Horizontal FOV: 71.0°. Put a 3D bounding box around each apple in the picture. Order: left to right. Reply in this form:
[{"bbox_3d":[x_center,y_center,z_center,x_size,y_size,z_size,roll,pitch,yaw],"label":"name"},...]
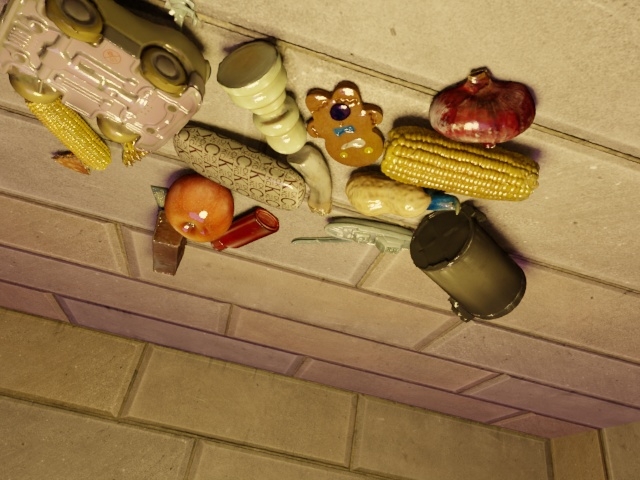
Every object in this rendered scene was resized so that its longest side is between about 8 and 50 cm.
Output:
[{"bbox_3d":[-0.344,-0.088,1.274,0.201,0.162,0.201,9,149,5],"label":"apple"}]

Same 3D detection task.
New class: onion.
[{"bbox_3d":[0.319,-0.248,0.889,0.206,0.098,0.151,0,147,18],"label":"onion"}]

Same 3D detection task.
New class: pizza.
[{"bbox_3d":[-0.710,-0.225,1.307,0.100,0.029,0.099,-1,153,23],"label":"pizza"}]

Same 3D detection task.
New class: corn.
[{"bbox_3d":[-0.633,-0.279,1.147,0.081,0.081,0.248,-3,144,21],"label":"corn"},{"bbox_3d":[0.305,-0.163,0.990,0.345,0.131,0.131,13,147,-4],"label":"corn"}]

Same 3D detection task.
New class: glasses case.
[{"bbox_3d":[-0.202,-0.178,1.123,0.355,0.085,0.137,25,155,3],"label":"glasses case"}]

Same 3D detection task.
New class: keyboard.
[{"bbox_3d":[-0.490,-0.111,1.421,0.055,0.014,0.176,13,147,3],"label":"keyboard"}]

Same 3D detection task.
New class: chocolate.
[{"bbox_3d":[-0.514,0.018,1.515,0.112,0.111,0.321,17,151,-13],"label":"chocolate"}]

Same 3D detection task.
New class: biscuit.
[{"bbox_3d":[0.061,-0.252,1.021,0.180,0.039,0.236,-8,144,25],"label":"biscuit"}]

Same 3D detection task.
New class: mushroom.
[{"bbox_3d":[-0.013,-0.149,1.159,0.092,0.081,0.223,-17,143,9],"label":"mushroom"}]

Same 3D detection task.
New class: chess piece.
[{"bbox_3d":[-0.103,-0.284,0.957,0.133,0.133,0.243,-3,151,21],"label":"chess piece"}]

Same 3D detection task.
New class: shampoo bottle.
[{"bbox_3d":[-0.253,-0.027,1.428,0.260,0.064,0.102,-19,140,39],"label":"shampoo bottle"}]

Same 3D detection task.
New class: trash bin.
[{"bbox_3d":[0.405,0.069,1.242,0.252,0.203,0.302,-47,123,8],"label":"trash bin"}]

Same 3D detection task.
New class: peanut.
[{"bbox_3d":[0.158,-0.106,1.087,0.120,0.110,0.237,-3,-163,-44],"label":"peanut"}]

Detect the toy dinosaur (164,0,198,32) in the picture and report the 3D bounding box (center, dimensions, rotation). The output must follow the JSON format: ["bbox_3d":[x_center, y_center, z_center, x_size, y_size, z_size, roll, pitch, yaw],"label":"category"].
[{"bbox_3d":[-0.251,-0.458,0.799,0.082,0.039,0.209,23,145,-14],"label":"toy dinosaur"}]

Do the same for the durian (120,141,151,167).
[{"bbox_3d":[-0.445,-0.284,1.093,0.139,0.144,0.252,51,153,8],"label":"durian"}]

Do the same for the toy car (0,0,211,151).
[{"bbox_3d":[-0.407,-0.361,0.865,0.336,0.226,0.242,24,141,-39],"label":"toy car"}]

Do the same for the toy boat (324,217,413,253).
[{"bbox_3d":[0.138,-0.013,1.309,0.261,0.085,0.078,11,148,1],"label":"toy boat"}]

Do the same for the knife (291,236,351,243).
[{"bbox_3d":[0.000,0.000,1.437,0.211,0.015,0.028,-1,151,19],"label":"knife"}]

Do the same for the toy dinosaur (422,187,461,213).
[{"bbox_3d":[0.242,-0.091,1.108,0.188,0.247,0.075,-11,104,4],"label":"toy dinosaur"}]
